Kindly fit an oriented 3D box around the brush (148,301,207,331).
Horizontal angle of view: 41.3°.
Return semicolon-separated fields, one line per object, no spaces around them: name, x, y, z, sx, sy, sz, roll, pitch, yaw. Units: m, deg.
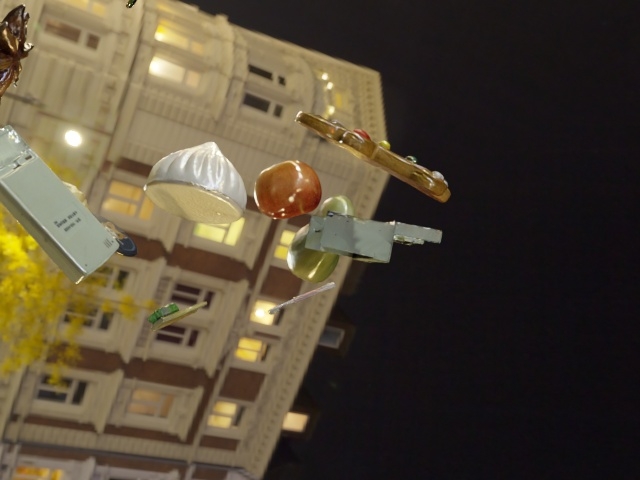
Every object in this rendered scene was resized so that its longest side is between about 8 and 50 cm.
brush;-0.392;0.196;2.331;0.054;0.282;0.048;-35;-96;16

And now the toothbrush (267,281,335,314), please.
toothbrush;-0.052;0.155;2.277;0.014;0.194;0.017;47;-21;63

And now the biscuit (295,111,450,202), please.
biscuit;0.134;-0.228;2.125;0.064;0.432;0.283;-61;169;3

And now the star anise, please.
star anise;-0.776;-0.458;2.054;0.272;0.102;0.272;-161;-90;-84

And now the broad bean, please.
broad bean;0.000;0.000;1.943;0.263;0.121;0.189;116;-5;-53

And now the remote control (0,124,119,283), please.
remote control;-0.459;-0.062;1.393;0.038;0.285;0.123;-35;-167;29

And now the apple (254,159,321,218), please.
apple;-0.093;-0.150;2.433;0.201;0.201;0.162;9;-66;60

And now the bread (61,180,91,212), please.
bread;-0.768;-0.051;2.524;0.274;0.185;0.114;80;29;-48

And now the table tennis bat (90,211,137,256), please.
table tennis bat;-0.488;-0.011;1.902;0.027;0.150;0.236;-50;176;7

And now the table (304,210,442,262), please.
table;0.077;0.000;1.277;0.146;0.175;0.062;176;-74;-81

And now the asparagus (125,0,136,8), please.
asparagus;-0.349;-0.593;1.818;0.022;0.023;0.233;25;-101;27

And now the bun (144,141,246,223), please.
bun;-0.300;-0.162;2.149;0.263;0.263;0.175;-18;-127;55
